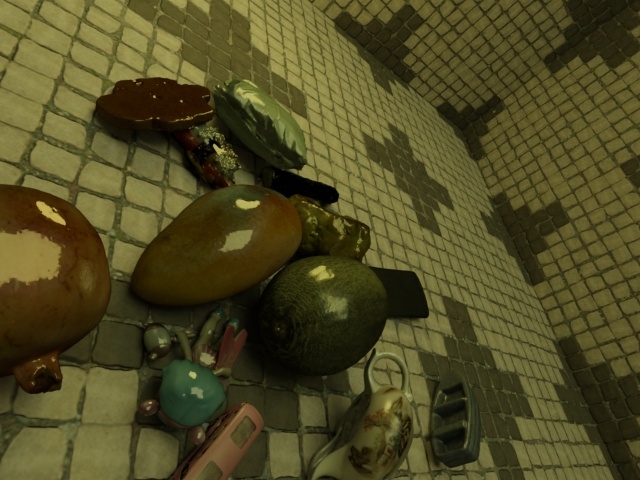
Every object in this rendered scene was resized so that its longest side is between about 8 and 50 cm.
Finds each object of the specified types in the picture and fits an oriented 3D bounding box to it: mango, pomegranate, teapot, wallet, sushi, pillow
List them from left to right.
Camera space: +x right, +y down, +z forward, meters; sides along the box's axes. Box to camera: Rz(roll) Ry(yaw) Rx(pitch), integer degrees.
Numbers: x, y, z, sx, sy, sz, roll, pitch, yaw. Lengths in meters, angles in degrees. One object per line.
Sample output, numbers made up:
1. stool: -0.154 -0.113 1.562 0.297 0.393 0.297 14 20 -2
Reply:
1. pomegranate: -0.394 0.067 0.525 0.252 0.229 0.270 -9 73 -51
2. sushi: -0.263 -0.204 1.020 0.226 0.103 0.097 56 18 -1
3. mango: -0.191 0.004 0.843 0.384 0.199 0.221 -29 62 -39
4. pillow: -0.164 -0.334 1.181 0.310 0.138 0.283 39 16 -17
5. teapot: 0.099 0.372 0.847 0.139 0.204 0.298 34 66 0
6. wallet: 0.240 0.165 1.330 0.245 0.052 0.168 11 53 -38

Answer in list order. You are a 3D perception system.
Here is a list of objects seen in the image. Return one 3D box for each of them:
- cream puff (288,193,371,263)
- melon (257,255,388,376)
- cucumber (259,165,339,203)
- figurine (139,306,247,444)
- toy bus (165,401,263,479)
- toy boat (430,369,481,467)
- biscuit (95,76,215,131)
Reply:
1. cream puff: 0.000 0.000 1.103 0.282 0.185 0.282 22 6 -3
2. melon: 0.015 0.155 0.902 0.329 0.248 0.248 -5 65 -50
3. cucumber: -0.043 -0.150 1.244 0.303 0.072 0.081 11 35 -44
4. figurine: -0.216 0.197 0.728 0.205 0.103 0.260 45 26 -15
5. toy bus: -0.171 0.344 0.664 0.063 0.090 0.203 52 36 -4
6. toy boat: 0.367 0.473 1.143 0.078 0.127 0.283 47 31 -10
7. biscuit: -0.374 -0.318 0.981 0.208 0.041 0.290 36 42 17
